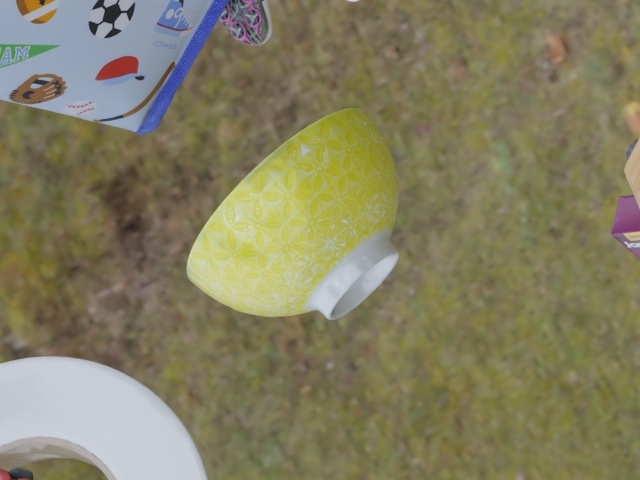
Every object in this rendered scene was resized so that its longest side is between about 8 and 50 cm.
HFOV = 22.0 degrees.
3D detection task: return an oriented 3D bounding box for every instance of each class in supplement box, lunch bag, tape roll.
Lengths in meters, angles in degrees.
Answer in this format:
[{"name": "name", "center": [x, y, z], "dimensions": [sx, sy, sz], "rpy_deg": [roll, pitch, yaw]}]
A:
[{"name": "supplement box", "center": [0.311, -0.006, 1.492], "dimensions": [0.055, 0.043, 0.083], "rpy_deg": [-6, 148, 46]}, {"name": "lunch bag", "center": [-0.208, -0.308, 1.386], "dimensions": [0.239, 0.328, 0.385], "rpy_deg": [42, 108, 33]}, {"name": "tape roll", "center": [-0.288, 0.313, 1.708], "dimensions": [0.392, 0.392, 0.072], "rpy_deg": [55, 175, 23]}]

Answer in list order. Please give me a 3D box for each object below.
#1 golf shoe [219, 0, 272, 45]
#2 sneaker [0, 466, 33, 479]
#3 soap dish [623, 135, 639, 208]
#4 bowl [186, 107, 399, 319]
[{"name": "golf shoe", "center": [-0.091, -0.311, 1.931], "dimensions": [0.067, 0.086, 0.186], "rpy_deg": [-34, 70, 34]}, {"name": "sneaker", "center": [-0.179, 0.262, 1.276], "dimensions": [0.135, 0.276, 0.097], "rpy_deg": [-74, -6, -47]}, {"name": "soap dish", "center": [0.370, -0.127, 1.246], "dimensions": [0.118, 0.229, 0.291], "rpy_deg": [43, 122, 36]}, {"name": "bowl", "center": [0.000, 0.000, 1.940], "dimensions": [0.156, 0.289, 0.289], "rpy_deg": [46, 154, 13]}]
